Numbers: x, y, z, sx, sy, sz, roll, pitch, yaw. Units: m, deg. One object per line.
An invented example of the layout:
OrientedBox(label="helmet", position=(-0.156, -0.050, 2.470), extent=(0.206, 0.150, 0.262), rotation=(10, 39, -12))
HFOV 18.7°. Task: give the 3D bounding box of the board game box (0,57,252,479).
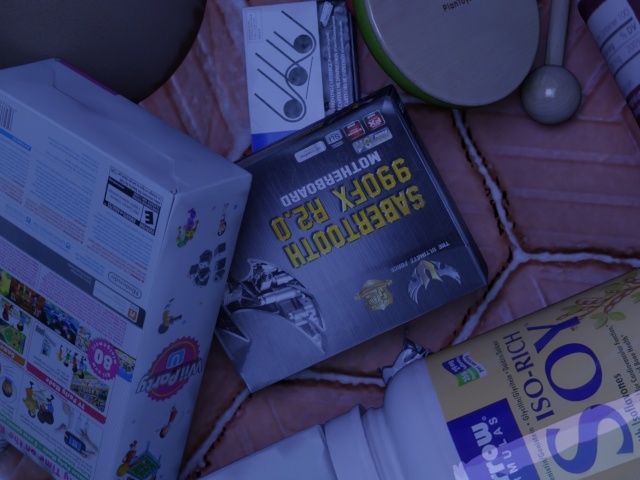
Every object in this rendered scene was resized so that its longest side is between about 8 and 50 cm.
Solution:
OrientedBox(label="board game box", position=(-0.196, 0.036, 1.584), extent=(0.224, 0.097, 0.303), rotation=(32, 121, 29))

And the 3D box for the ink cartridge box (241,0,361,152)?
OrientedBox(label="ink cartridge box", position=(-0.012, -0.104, 1.702), extent=(0.097, 0.046, 0.207), rotation=(-5, 84, 7))

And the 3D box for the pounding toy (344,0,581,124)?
OrientedBox(label="pounding toy", position=(0.104, -0.184, 1.663), extent=(0.237, 0.110, 0.183), rotation=(8, 73, -33))

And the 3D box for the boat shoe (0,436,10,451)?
OrientedBox(label="boat shoe", position=(-0.371, 0.189, 1.708), extent=(0.227, 0.079, 0.081), rotation=(-4, 93, 11))

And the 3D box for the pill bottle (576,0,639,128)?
OrientedBox(label="pill bottle", position=(0.345, -0.169, 1.578), extent=(0.224, 0.224, 0.392), rotation=(-26, 83, 4))

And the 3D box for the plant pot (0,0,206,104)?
OrientedBox(label="plant pot", position=(-0.244, -0.242, 1.628), extent=(0.256, 0.274, 0.256), rotation=(-1, 85, 7))

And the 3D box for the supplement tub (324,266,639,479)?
OrientedBox(label="supplement tub", position=(0.194, 0.175, 1.554), extent=(0.331, 0.241, 0.241), rotation=(-23, 83, 4))

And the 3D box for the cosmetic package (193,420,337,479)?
OrientedBox(label="cosmetic package", position=(-0.079, 0.244, 1.639), extent=(0.238, 0.127, 0.107), rotation=(-23, 82, 6))

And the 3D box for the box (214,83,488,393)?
OrientedBox(label="box", position=(0.000, 0.000, 1.642), extent=(0.231, 0.056, 0.183), rotation=(-25, 102, 13))

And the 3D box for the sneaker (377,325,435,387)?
OrientedBox(label="sneaker", position=(0.095, 0.102, 1.675), extent=(0.098, 0.038, 0.069), rotation=(-28, 83, 3))
